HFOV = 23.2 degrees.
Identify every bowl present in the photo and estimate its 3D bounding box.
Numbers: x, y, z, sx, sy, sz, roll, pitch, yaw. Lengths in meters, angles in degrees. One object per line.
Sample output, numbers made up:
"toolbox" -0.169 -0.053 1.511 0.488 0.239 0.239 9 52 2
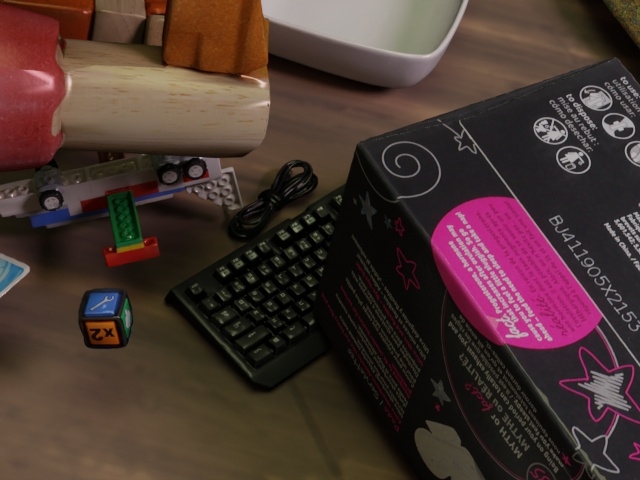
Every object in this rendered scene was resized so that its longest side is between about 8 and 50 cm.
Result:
"bowl" 0.020 -0.152 0.962 0.142 0.053 0.142 16 50 6

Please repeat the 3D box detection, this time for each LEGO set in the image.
"LEGO set" -0.165 -0.014 0.823 0.244 0.060 0.182 21 48 29

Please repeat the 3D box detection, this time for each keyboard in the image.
"keyboard" 0.000 0.000 0.851 0.180 0.023 0.108 -32 61 -31

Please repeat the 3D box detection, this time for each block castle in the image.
"block castle" -0.142 -0.260 0.830 0.212 0.303 0.453 3 36 -13

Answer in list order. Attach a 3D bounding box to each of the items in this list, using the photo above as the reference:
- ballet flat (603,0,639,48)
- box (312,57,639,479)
"ballet flat" 0.222 -0.200 0.994 0.123 0.123 0.348 -20 56 -23
"box" 0.130 0.062 0.735 0.163 0.142 0.247 -19 60 -25
